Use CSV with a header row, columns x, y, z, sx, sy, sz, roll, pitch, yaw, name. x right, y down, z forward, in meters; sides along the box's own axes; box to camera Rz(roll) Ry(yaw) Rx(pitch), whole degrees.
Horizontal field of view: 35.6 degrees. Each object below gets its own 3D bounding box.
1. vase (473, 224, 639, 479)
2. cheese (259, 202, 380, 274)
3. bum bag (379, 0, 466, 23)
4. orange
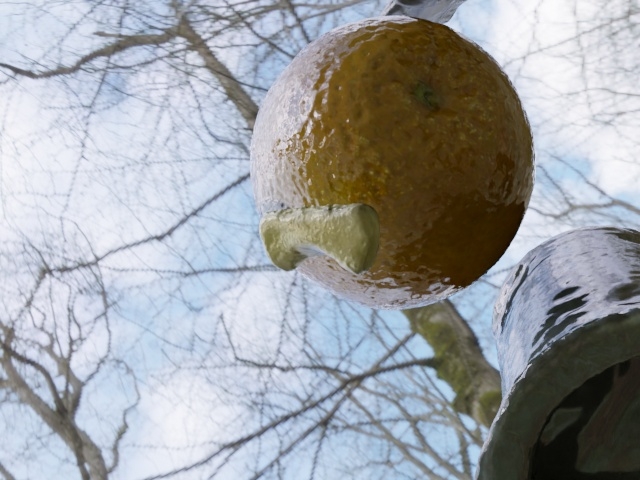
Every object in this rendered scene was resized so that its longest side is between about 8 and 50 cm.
x,y,z,sx,sy,sz,roll,pitch,yaw,name
0.232,0.103,0.752,0.245,0.291,0.245,2,-70,5,vase
0.000,0.000,0.609,0.030,0.083,0.044,0,-93,-53,cheese
0.113,-0.244,0.882,0.087,0.197,0.049,-14,-107,-26,bum bag
0.053,-0.056,0.760,0.236,0.236,0.236,-5,-76,-21,orange
